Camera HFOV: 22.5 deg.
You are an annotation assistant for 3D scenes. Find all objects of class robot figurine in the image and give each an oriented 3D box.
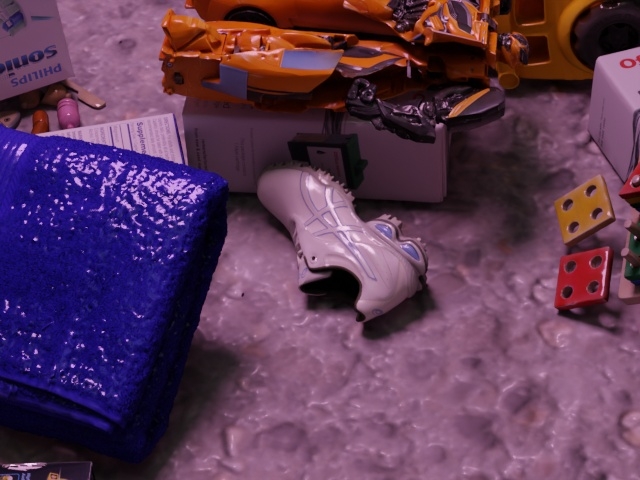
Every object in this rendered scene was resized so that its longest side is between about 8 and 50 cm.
[{"bbox_3d":[0.024,-0.172,1.303,0.291,0.085,0.211,4,47,5],"label":"robot figurine"}]

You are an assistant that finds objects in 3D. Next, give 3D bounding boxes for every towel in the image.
[{"bbox_3d":[-0.237,0.022,1.193,0.308,0.076,0.227,13,81,16],"label":"towel"}]

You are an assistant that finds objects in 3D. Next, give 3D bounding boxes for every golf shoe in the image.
[{"bbox_3d":[0.000,0.000,1.281,0.176,0.069,0.086,32,60,31],"label":"golf shoe"}]

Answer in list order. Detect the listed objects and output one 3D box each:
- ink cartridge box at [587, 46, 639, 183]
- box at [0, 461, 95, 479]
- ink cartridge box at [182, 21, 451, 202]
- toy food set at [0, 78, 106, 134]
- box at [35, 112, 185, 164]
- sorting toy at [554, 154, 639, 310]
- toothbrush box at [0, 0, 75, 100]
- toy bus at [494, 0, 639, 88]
[{"bbox_3d":[0.332,-0.077,1.325,0.153,0.087,0.208,-15,46,-13],"label":"ink cartridge box"},{"bbox_3d":[-0.241,0.247,1.052,0.175,0.051,0.220,-3,45,0],"label":"box"},{"bbox_3d":[0.004,-0.121,1.380,0.219,0.092,0.160,2,46,5],"label":"ink cartridge box"},{"bbox_3d":[-0.255,-0.109,1.432,0.078,0.019,0.122,31,54,29],"label":"toy food set"},{"bbox_3d":[-0.174,-0.030,1.311,0.137,0.072,0.126,-10,47,-6],"label":"box"},{"bbox_3d":[0.271,-0.026,1.192,0.274,0.046,0.132,-11,56,43],"label":"sorting toy"},{"bbox_3d":[-0.332,-0.293,1.412,0.126,0.295,0.216,-20,40,-16],"label":"toothbrush box"},{"bbox_3d":[0.187,-0.246,1.419,0.211,0.220,0.149,-5,41,7],"label":"toy bus"}]
